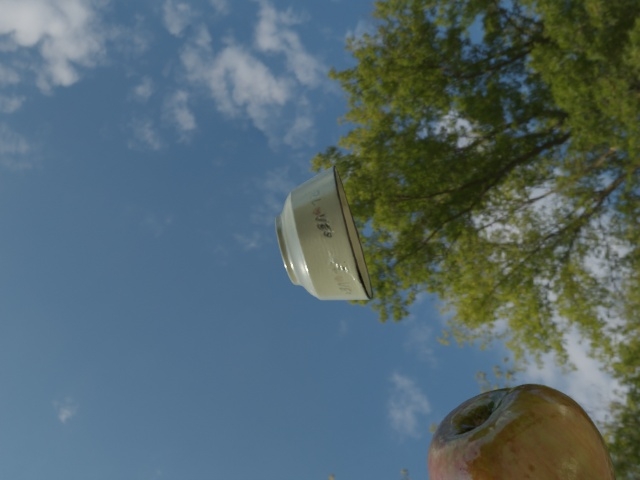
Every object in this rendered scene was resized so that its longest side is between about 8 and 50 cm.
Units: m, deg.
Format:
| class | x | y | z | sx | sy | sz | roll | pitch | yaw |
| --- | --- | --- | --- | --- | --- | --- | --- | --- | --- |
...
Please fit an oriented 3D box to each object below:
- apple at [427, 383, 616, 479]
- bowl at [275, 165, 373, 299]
| class | x | y | z | sx | sy | sz | roll | pitch | yaw |
| --- | --- | --- | --- | --- | --- | --- | --- | --- | --- |
| apple | 0.301 | 0.347 | 0.939 | 0.265 | 0.264 | 0.264 | 3 | -95 | -28 |
| bowl | 0.000 | 0.000 | 1.085 | 0.127 | 0.238 | 0.237 | -14 | -87 | 5 |
